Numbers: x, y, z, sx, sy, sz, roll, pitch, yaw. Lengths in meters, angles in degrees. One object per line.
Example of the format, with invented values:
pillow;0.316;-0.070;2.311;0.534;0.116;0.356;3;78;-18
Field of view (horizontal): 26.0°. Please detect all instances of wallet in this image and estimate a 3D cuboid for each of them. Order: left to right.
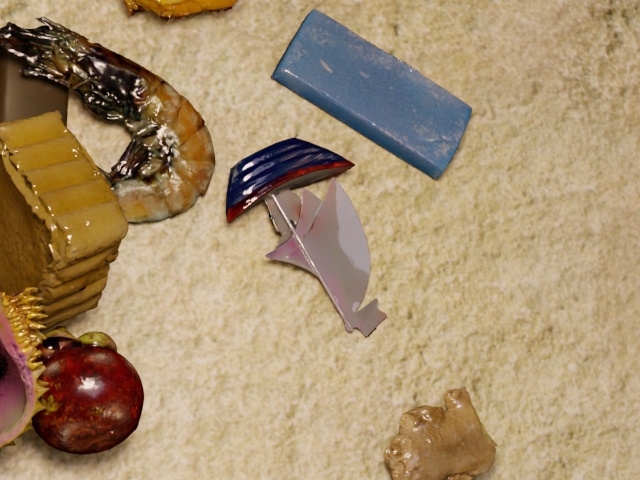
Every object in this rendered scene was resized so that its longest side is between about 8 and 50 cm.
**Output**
wallet;-0.411;-0.192;1.961;0.110;0.031;0.198;7;64;-21

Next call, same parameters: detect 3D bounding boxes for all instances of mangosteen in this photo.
mangosteen;-0.296;0.181;1.776;0.146;0.156;0.181;-1;49;6

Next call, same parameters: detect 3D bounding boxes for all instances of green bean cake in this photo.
green bean cake;-0.356;-0.026;1.788;0.131;0.224;0.229;-20;66;-35

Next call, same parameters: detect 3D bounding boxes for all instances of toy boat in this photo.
toy boat;0.007;-0.026;2.048;0.318;0.072;0.219;40;61;-6

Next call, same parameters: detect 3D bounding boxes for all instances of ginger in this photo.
ginger;0.154;0.302;1.957;0.213;0.074;0.137;-35;84;-26

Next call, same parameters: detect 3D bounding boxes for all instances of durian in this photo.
durian;-0.417;0.175;1.693;0.154;0.260;0.186;-19;89;-66

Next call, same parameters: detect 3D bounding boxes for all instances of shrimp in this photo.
shrimp;-0.310;-0.165;1.955;0.365;0.071;0.233;31;61;-22

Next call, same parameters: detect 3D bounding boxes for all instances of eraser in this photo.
eraser;0.086;-0.231;2.187;0.312;0.042;0.144;32;58;-7

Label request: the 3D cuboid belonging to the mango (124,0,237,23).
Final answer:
mango;-0.190;-0.421;2.108;0.154;0.126;0.252;39;46;21
